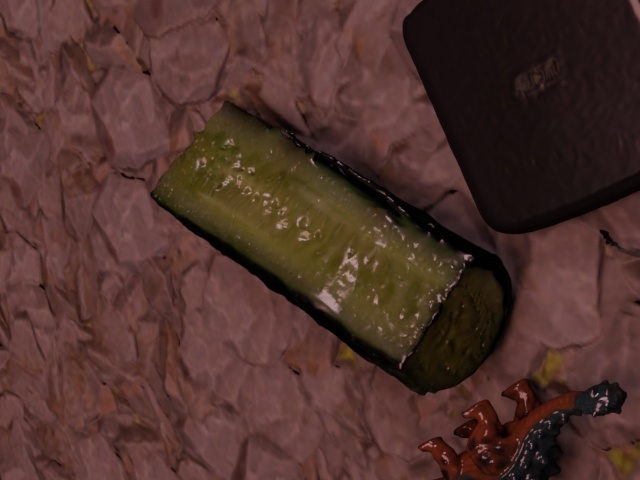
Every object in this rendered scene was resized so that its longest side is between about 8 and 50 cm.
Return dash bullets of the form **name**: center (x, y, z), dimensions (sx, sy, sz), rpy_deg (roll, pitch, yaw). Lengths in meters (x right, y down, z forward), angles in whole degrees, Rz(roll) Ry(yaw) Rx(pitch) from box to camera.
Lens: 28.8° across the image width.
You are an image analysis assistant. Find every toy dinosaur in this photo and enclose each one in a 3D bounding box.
- **toy dinosaur**: center (0.091, 0.102, 0.603), dimensions (0.154, 0.049, 0.055), rpy_deg (-44, 67, 46)

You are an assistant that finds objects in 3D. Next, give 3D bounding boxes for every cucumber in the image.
- **cucumber**: center (0.002, 0.000, 0.661), dimensions (0.211, 0.062, 0.078), rpy_deg (33, 88, 40)

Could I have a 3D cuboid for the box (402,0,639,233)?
- **box**: center (0.105, -0.073, 0.566), dimensions (0.126, 0.027, 0.125), rpy_deg (-27, 84, 42)
